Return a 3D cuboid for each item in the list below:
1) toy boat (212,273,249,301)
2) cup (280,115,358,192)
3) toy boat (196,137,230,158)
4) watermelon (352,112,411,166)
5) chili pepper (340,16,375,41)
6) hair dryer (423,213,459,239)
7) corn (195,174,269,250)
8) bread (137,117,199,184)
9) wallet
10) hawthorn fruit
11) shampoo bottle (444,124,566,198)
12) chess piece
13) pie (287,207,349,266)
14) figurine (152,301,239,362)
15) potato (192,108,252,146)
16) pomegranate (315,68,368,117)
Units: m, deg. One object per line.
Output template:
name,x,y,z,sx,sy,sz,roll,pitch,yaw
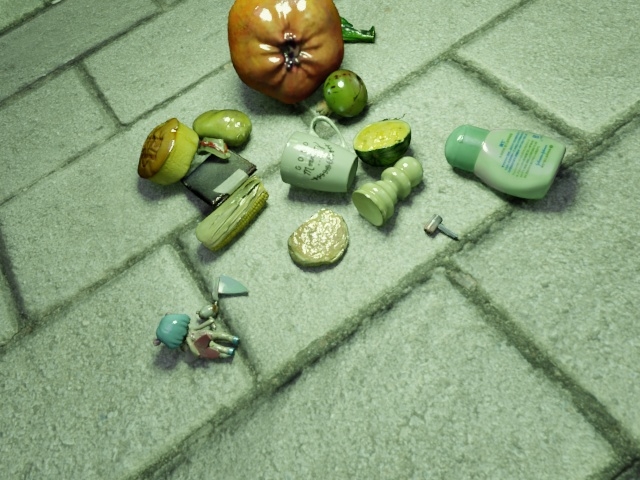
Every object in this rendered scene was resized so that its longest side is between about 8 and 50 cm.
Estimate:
toy boat,-0.295,0.156,1.370,0.123,0.034,0.096,-2,63,1
cup,0.012,-0.297,1.427,0.234,0.186,0.257,16,95,12
toy boat,-0.404,-0.349,1.551,0.185,0.089,0.071,15,107,36
watermelon,0.223,-0.336,1.446,0.204,0.127,0.232,-14,37,16
chili pepper,0.125,-0.917,1.797,0.254,0.083,0.099,23,61,18
hair dryer,0.394,-0.030,1.315,0.114,0.037,0.063,34,76,17
corn,-0.308,-0.098,1.444,0.122,0.123,0.305,34,74,26
bread,-0.590,-0.336,1.571,0.270,0.148,0.269,-22,55,36
wallet,-0.380,-0.240,1.541,0.221,0.071,0.262,-44,47,-16
hawthorn fruit,-0.135,-0.787,1.583,0.473,0.471,0.470,-5,63,10
shampoo bottle,0.576,-0.270,1.329,0.350,0.151,0.221,23,76,21
chess piece,0.241,-0.179,1.373,0.251,0.144,0.144,-42,63,-18
pie,0.000,-0.002,1.371,0.218,0.052,0.185,-41,61,-12
figurine,-0.379,0.278,1.281,0.261,0.102,0.205,13,68,7
potato,-0.388,-0.446,1.630,0.249,0.169,0.143,4,107,16
pomegranate,0.087,-0.547,1.580,0.180,0.210,0.179,9,63,-18
